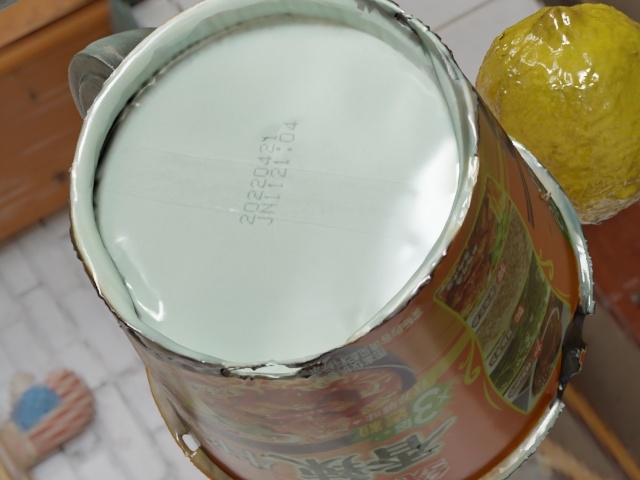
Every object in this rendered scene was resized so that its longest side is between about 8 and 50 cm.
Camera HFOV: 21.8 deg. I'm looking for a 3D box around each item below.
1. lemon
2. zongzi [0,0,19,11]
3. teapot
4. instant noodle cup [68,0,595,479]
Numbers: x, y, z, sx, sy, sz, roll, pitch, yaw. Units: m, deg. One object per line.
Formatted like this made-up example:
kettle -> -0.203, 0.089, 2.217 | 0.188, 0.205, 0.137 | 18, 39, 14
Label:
lemon -> 0.241, -0.119, 1.574 | 0.192, 0.192, 0.231 | 36, 147, 55
zongzi -> -0.397, -0.268, 1.657 | 0.323, 0.361, 0.160 | -48, -48, -64
teapot -> -0.127, -0.109, 1.352 | 0.111, 0.108, 0.149 | 10, 130, 54
instant noodle cup -> 0.000, 0.000, 0.747 | 0.230, 0.230, 0.182 | 52, 178, 26
